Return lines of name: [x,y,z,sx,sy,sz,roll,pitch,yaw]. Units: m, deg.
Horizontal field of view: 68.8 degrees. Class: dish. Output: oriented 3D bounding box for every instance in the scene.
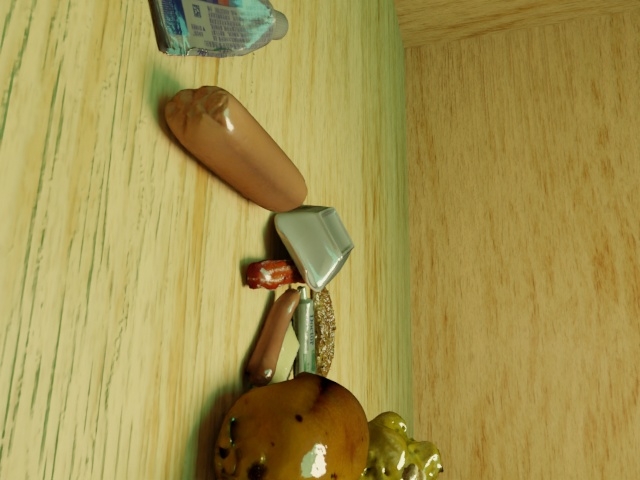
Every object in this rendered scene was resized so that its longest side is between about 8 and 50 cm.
dish: [0.000,0.000,0.843,0.154,0.064,0.234,62,18,-2]

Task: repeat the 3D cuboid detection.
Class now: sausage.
sausage: [-0.071,0.144,0.718,0.047,0.040,0.176,-55,-170,40]
sausage: [-0.094,-0.107,0.620,0.289,0.086,0.086,44,46,-66]

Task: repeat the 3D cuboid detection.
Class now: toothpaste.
toothpaste: [-0.030,0.191,0.863,0.064,0.041,0.218,-16,105,-60]
toothpaste: [-0.123,-0.296,0.619,0.099,0.069,0.282,55,31,-1]

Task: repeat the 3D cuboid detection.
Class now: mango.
mango: [-0.029,0.282,0.633,0.287,0.153,0.201,28,50,-63]

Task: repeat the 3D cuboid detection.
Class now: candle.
candle: [-0.045,0.055,0.821,0.329,0.048,0.051,0,71,-72]

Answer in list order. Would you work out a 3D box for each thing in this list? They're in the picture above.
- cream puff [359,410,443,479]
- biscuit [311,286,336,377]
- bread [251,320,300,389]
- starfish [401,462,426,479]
cream puff: [0.071,0.500,0.872,0.275,0.270,0.323,8,77,-38]
biscuit: [0.011,0.191,1.010,0.126,0.025,0.206,-1,88,-73]
bread: [-0.070,0.201,0.745,0.153,0.028,0.068,-70,152,-49]
starfish: [-0.015,0.412,0.552,0.432,0.082,0.323,-42,143,-20]
